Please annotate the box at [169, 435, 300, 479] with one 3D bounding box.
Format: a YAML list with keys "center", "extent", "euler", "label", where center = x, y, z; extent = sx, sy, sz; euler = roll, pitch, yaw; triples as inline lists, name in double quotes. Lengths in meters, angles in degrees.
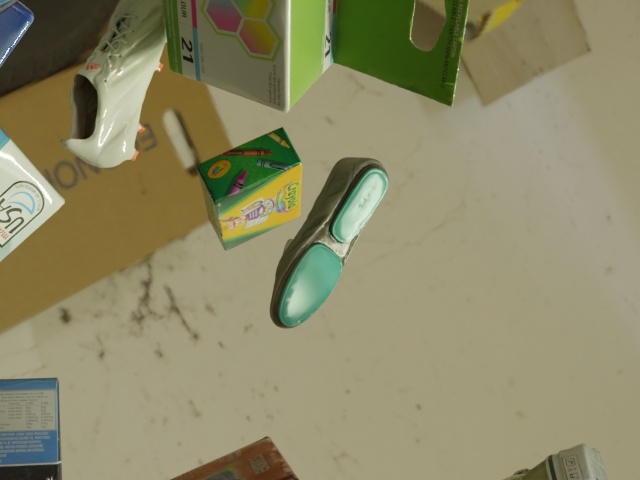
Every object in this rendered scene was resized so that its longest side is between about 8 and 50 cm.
- center: [-0.066, 0.283, 0.911]
  extent: [0.122, 0.128, 0.257]
  euler: [-23, -178, -10]
  label: "box"

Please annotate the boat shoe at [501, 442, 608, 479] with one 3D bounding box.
- center: [0.249, 0.266, 0.993]
  extent: [0.094, 0.109, 0.302]
  euler: [-15, 152, 16]
  label: "boat shoe"

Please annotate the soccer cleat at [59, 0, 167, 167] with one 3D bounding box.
- center: [-0.197, -0.168, 0.933]
  extent: [0.068, 0.196, 0.076]
  euler: [3, 168, 43]
  label: "soccer cleat"

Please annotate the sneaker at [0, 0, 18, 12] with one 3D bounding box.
- center: [-0.308, -0.247, 0.799]
  extent: [0.236, 0.130, 0.323]
  euler: [-35, -167, 27]
  label: "sneaker"

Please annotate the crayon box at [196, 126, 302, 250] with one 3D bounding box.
- center: [-0.124, -0.087, 1.749]
  extent: [0.165, 0.081, 0.278]
  euler: [-26, 165, -9]
  label: "crayon box"

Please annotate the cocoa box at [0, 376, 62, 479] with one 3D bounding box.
- center: [-0.530, 0.363, 1.489]
  extent: [0.231, 0.228, 0.347]
  euler: [1, 157, -20]
  label: "cocoa box"

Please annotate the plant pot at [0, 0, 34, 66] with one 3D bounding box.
- center: [-0.506, -0.251, 1.163]
  extent: [0.236, 0.212, 0.236]
  euler: [-54, -153, 1]
  label: "plant pot"

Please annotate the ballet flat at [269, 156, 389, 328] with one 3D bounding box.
- center: [0.000, 0.000, 1.057]
  extent: [0.068, 0.072, 0.213]
  euler: [20, -107, 49]
  label: "ballet flat"

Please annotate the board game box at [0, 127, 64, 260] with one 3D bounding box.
- center: [-0.361, 0.000, 0.590]
  extent: [0.336, 0.254, 0.079]
  euler: [-45, -128, -12]
  label: "board game box"

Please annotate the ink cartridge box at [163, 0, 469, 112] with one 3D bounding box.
- center: [-0.007, -0.207, 0.841]
  extent: [0.097, 0.255, 0.189]
  euler: [-51, 156, -38]
  label: "ink cartridge box"
